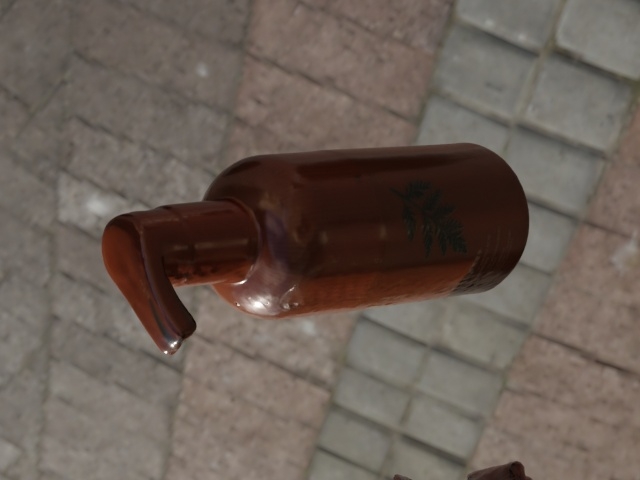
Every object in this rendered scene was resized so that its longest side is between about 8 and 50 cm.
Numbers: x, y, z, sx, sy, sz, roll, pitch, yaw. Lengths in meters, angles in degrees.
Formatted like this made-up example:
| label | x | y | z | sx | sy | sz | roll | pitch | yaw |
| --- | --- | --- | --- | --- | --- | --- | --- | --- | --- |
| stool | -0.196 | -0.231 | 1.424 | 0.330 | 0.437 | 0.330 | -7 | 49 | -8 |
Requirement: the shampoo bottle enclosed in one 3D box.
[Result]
| label | x | y | z | sx | sy | sz | roll | pitch | yaw |
| --- | --- | --- | --- | --- | --- | --- | --- | --- | --- |
| shampoo bottle | -0.001 | -0.002 | 0.791 | 0.085 | 0.244 | 0.085 | 8 | 102 | 43 |

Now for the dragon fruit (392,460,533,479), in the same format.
| label | x | y | z | sx | sy | sz | roll | pitch | yaw |
| --- | --- | --- | --- | --- | --- | --- | --- | --- | --- |
| dragon fruit | 0.116 | 0.269 | 0.944 | 0.343 | 0.277 | 0.277 | 20 | 139 | 11 |
